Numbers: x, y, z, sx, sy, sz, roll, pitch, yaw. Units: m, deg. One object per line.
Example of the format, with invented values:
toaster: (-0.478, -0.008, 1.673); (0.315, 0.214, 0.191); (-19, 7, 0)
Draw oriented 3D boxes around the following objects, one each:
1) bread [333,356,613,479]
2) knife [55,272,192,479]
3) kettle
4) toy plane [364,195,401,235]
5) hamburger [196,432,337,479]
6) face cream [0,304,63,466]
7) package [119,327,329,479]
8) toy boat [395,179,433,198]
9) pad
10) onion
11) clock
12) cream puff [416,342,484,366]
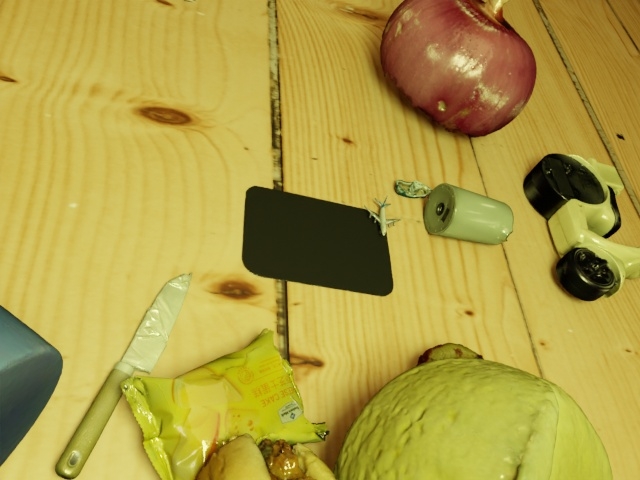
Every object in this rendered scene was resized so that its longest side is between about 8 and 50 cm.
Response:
bread: (0.167, 0.293, 0.585); (0.320, 0.237, 0.321); (-3, 96, -31)
knife: (-0.227, 0.149, 0.650); (0.047, 0.017, 0.298); (28, 46, -10)
kettle: (0.279, -0.047, 1.009); (0.147, 0.126, 0.098); (10, 86, -24)
toy plane: (0.113, -0.042, 0.947); (0.077, 0.024, 0.085); (18, 57, -17)
hamburger: (-0.044, 0.346, 0.505); (0.155, 0.245, 0.282); (3, 42, -27)
face cream: (-0.390, 0.128, 0.428); (0.225, 0.249, 0.249); (34, 49, 1)
package: (-0.108, 0.205, 0.623); (0.226, 0.090, 0.168); (-17, 69, -37)
toy boat: (0.183, -0.102, 1.023); (0.083, 0.038, 0.038); (5, 56, -23)
pad: (0.000, 0.000, 0.878); (0.266, 0.004, 0.181); (11, 54, -20)
onion: (0.322, -0.405, 1.139); (0.358, 0.344, 0.358); (50, 20, -26)
clock: (0.598, -0.033, 1.140); (0.276, 0.120, 0.379); (8, 54, -16)
cream puff: (0.197, 0.225, 0.772); (0.148, 0.084, 0.149); (17, 50, -21)
